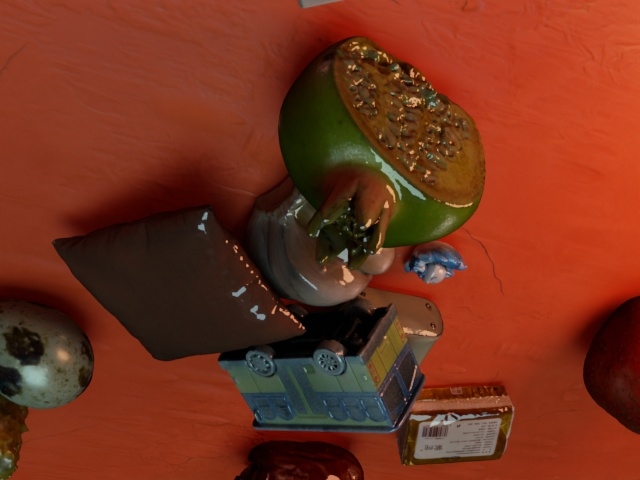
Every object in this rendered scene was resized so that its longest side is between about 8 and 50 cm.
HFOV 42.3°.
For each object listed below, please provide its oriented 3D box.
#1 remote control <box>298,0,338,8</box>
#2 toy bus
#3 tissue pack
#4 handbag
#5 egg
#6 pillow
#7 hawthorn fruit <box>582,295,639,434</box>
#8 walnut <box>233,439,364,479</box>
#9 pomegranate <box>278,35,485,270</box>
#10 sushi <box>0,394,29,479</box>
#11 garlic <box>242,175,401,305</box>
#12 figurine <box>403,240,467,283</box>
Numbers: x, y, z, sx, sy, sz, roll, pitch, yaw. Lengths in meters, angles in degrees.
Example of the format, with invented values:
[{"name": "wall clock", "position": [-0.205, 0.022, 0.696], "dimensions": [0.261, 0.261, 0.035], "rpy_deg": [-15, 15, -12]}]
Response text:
[{"name": "remote control", "position": [-0.004, -0.398, 1.073], "dimensions": [0.088, 0.029, 0.190], "rpy_deg": [-13, 131, 2]}, {"name": "toy bus", "position": [-0.001, 0.219, 1.422], "dimensions": [0.312, 0.152, 0.190], "rpy_deg": [-8, 118, 35]}, {"name": "tissue pack", "position": [0.283, 0.396, 1.758], "dimensions": [0.226, 0.092, 0.183], "rpy_deg": [-4, 131, -7]}, {"name": "handbag", "position": [0.084, 0.227, 1.578], "dimensions": [0.241, 0.109, 0.315], "rpy_deg": [13, 131, -17]}, {"name": "egg", "position": [-0.495, 0.189, 1.413], "dimensions": [0.169, 0.169, 0.231], "rpy_deg": [-38, 113, 22]}, {"name": "pillow", "position": [-0.222, 0.073, 1.322], "dimensions": [0.305, 0.108, 0.308], "rpy_deg": [-13, 130, 26]}, {"name": "hawthorn fruit", "position": [0.658, 0.224, 1.573], "dimensions": [0.265, 0.265, 0.307], "rpy_deg": [16, 118, -21]}, {"name": "walnut", "position": [-0.055, 0.521, 1.757], "dimensions": [0.269, 0.244, 0.221], "rpy_deg": [23, 85, -17]}, {"name": "pomegranate", "position": [0.059, -0.095, 1.149], "dimensions": [0.310, 0.358, 0.216], "rpy_deg": [42, 139, -16]}, {"name": "sushi", "position": [-0.744, 0.317, 1.438], "dimensions": [0.397, 0.240, 0.351], "rpy_deg": [-26, 129, 11]}, {"name": "garlic", "position": [0.000, 0.000, 1.366], "dimensions": [0.237, 0.210, 0.292], "rpy_deg": [-49, 122, -12]}, {"name": "figurine", "position": [0.208, 0.042, 1.450], "dimensions": [0.114, 0.079, 0.114], "rpy_deg": [5, 154, 3]}]
